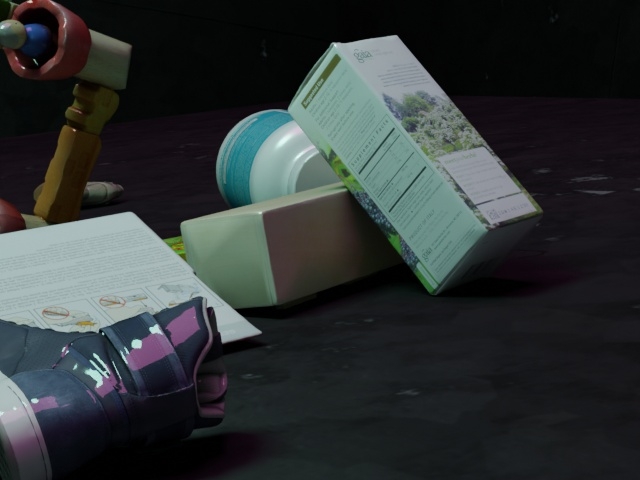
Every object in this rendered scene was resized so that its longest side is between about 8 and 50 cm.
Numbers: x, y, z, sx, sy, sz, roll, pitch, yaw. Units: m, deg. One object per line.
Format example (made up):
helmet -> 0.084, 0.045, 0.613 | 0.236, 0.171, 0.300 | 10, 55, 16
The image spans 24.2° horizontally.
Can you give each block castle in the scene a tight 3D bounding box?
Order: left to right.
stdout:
block castle -> -0.458, -0.161, 1.664 | 0.453, 0.303, 0.213 | 22, 5, 28

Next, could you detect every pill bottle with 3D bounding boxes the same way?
pill bottle -> -0.022, -0.070, 1.680 | 0.146, 0.146, 0.264 | -8, 10, -15

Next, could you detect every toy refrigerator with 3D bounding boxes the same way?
toy refrigerator -> 0.000, 0.000, 1.426 | 0.102, 0.094, 0.269 | -6, 6, 38

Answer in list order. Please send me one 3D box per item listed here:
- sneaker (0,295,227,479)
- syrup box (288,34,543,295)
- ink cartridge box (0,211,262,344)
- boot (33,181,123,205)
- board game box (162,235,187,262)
sneaker -> -0.152, 0.082, 0.972 | 0.163, 0.086, 0.226 | -20, 24, -21
syrup box -> 0.085, -0.074, 1.382 | 0.093, 0.237, 0.096 | -16, -30, -47
ink cartridge box -> -0.223, 0.068, 1.233 | 0.275, 0.060, 0.239 | -11, 33, -33
boot -> -0.350, -0.068, 2.187 | 0.118, 0.042, 0.087 | 5, 7, 41
board game box -> -0.186, 0.034, 1.454 | 0.181, 0.043, 0.092 | -12, 12, -33
